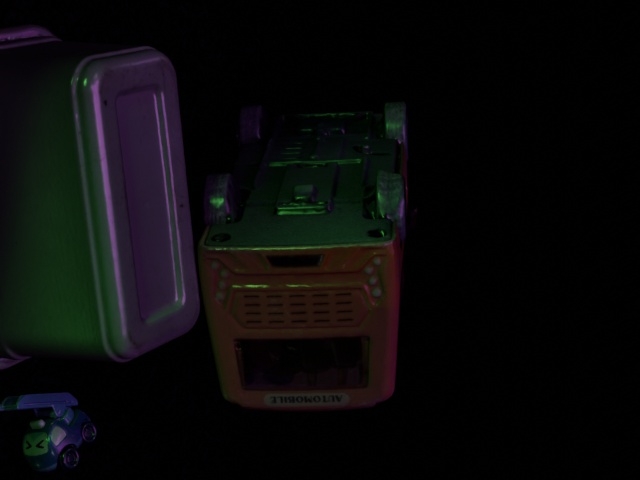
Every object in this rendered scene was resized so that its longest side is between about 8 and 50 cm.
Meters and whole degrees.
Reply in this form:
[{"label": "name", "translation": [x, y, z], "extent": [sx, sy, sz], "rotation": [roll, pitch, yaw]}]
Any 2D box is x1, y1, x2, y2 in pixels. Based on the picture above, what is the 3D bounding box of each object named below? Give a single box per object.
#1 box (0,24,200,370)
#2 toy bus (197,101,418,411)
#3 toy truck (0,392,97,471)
[{"label": "box", "translation": [-0.222, -0.035, 1.147], "extent": [0.175, 0.182, 0.311], "rotation": [-24, 114, -54]}, {"label": "toy bus", "translation": [0.000, 0.000, 1.358], "extent": [0.427, 0.203, 0.233], "rotation": [-77, 165, -68]}, {"label": "toy truck", "translation": [-0.267, 0.177, 1.226], "extent": [0.090, 0.056, 0.073], "rotation": [57, 42, -26]}]
